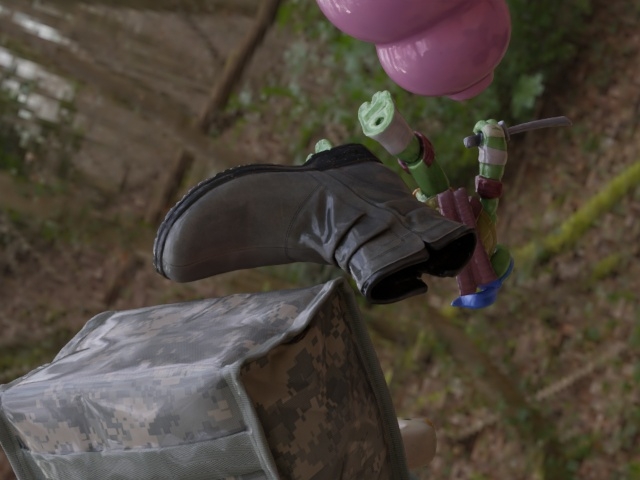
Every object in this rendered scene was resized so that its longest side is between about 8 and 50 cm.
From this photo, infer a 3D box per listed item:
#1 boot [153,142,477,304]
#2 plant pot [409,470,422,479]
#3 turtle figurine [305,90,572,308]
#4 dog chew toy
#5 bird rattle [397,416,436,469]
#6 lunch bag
[{"bbox_3d":[0.000,0.000,1.286,0.161,0.246,0.083,40,140,40],"label":"boot"},{"bbox_3d":[-0.066,0.272,1.730,0.247,0.252,0.248,-45,-15,3],"label":"plant pot"},{"bbox_3d":[0.119,-0.073,1.815,0.198,0.266,0.274,-14,50,47],"label":"turtle figurine"},{"bbox_3d":[0.066,-0.276,1.422,0.207,0.332,0.206,-27,21,11],"label":"dog chew toy"},{"bbox_3d":[-0.002,0.172,1.384,0.253,0.207,0.143,36,-127,-74],"label":"bird rattle"},{"bbox_3d":[-0.063,0.193,1.080,0.169,0.235,0.287,-40,-65,-49],"label":"lunch bag"}]
